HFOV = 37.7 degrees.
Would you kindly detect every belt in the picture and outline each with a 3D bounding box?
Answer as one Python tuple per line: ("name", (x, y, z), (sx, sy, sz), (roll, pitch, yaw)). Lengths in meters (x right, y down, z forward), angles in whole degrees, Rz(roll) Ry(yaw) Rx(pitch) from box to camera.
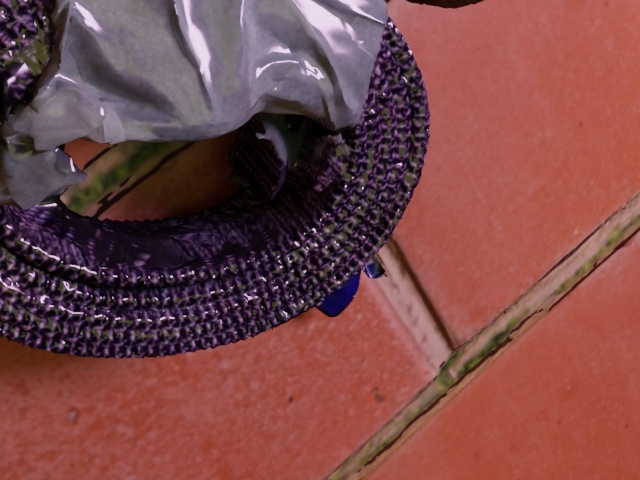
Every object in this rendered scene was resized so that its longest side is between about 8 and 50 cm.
("belt", (-0.093, -0.063, 0.538), (0.324, 0.122, 0.260), (-1, 113, -23))

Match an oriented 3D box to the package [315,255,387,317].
("package", (-0.001, 0.000, 0.675), (0.077, 0.033, 0.111), (-35, 107, 11))

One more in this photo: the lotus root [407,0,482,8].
("lotus root", (-0.019, -0.217, 0.511), (0.329, 0.167, 0.078), (24, 111, -27))
